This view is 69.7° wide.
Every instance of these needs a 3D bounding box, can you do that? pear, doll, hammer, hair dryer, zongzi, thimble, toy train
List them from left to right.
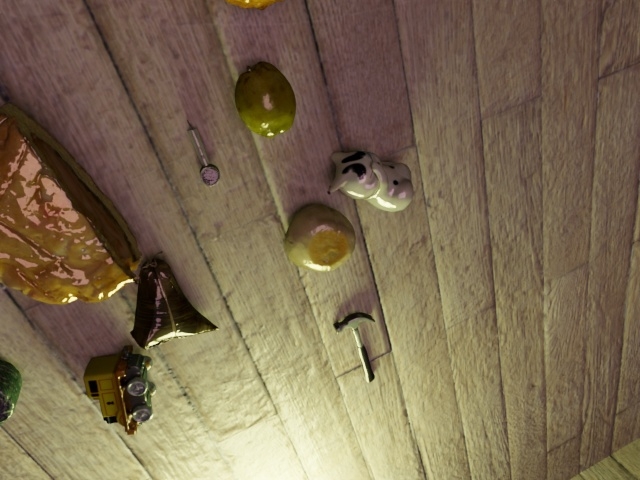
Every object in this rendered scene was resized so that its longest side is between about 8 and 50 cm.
[{"bbox_3d":[-0.647,0.289,0.865,0.135,0.090,0.118,11,109,-25],"label":"thimble"},{"bbox_3d":[-0.422,0.319,0.977,0.127,0.089,0.219,-3,116,-10],"label":"toy train"},{"bbox_3d":[-0.285,0.117,0.945,0.184,0.084,0.187,-2,111,-37],"label":"zongzi"},{"bbox_3d":[-0.219,-0.162,0.844,0.038,0.063,0.124,-21,108,-9],"label":"hair dryer"},{"bbox_3d":[-0.099,-0.250,0.822,0.107,0.107,0.131,-31,113,-6],"label":"pear"},{"bbox_3d":[0.114,0.287,1.213,0.103,0.029,0.246,-25,123,-8],"label":"hammer"},{"bbox_3d":[0.112,-0.126,0.964,0.181,0.110,0.107,19,145,-30],"label":"doll"}]

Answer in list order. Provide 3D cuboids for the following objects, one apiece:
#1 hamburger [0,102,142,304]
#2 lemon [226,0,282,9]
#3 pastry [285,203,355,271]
[{"bbox_3d":[-0.468,-0.032,0.742,0.209,0.162,0.329,-28,124,-5],"label":"hamburger"},{"bbox_3d":[-0.114,-0.434,0.702,0.187,0.142,0.142,13,109,-34],"label":"lemon"},{"bbox_3d":[0.000,0.000,0.990,0.157,0.092,0.156,-6,118,-11],"label":"pastry"}]
